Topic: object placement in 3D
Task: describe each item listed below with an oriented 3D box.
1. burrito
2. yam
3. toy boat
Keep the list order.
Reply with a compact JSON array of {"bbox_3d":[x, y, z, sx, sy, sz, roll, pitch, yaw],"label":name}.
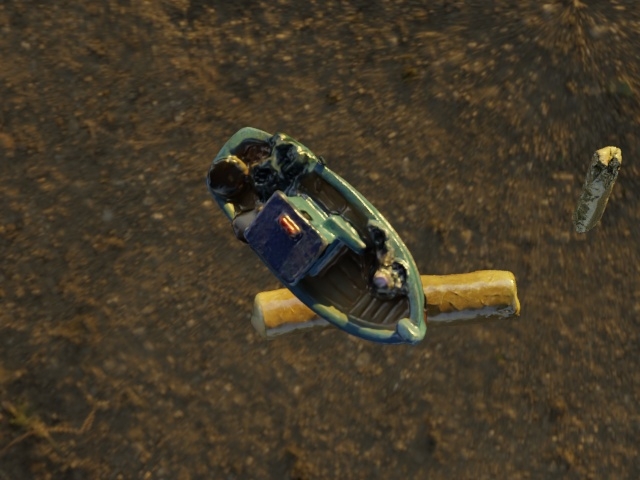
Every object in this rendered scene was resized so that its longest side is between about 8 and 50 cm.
[{"bbox_3d":[0.467,-0.080,1.821,0.058,0.045,0.188,-6,137,-11],"label":"burrito"},{"bbox_3d":[0.070,0.071,1.187,0.299,0.066,0.066,-5,101,5],"label":"yam"},{"bbox_3d":[0.000,0.000,0.837,0.223,0.097,0.100,44,108,15],"label":"toy boat"}]
